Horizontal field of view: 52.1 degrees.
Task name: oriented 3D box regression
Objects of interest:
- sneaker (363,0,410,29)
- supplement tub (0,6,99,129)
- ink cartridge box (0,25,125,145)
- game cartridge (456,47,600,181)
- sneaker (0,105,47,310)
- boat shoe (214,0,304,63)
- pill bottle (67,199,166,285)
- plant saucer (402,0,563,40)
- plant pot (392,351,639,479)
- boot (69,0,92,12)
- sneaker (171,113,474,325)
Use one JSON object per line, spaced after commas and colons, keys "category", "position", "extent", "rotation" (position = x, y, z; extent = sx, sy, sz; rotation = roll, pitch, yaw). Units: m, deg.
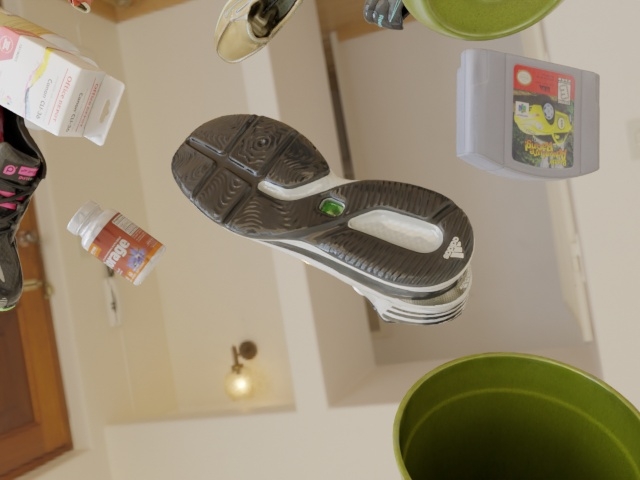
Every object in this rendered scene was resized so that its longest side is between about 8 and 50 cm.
{"category": "sneaker", "position": [0.214, -0.600, 1.524], "extent": [0.106, 0.267, 0.101], "rotation": [34, 178, 23]}
{"category": "supplement tub", "position": [-0.700, -0.398, 1.537], "extent": [0.316, 0.229, 0.228], "rotation": [27, -170, 14]}
{"category": "ink cartridge box", "position": [-0.417, -0.238, 1.022], "extent": [0.198, 0.115, 0.067], "rotation": [28, -165, 10]}
{"category": "game cartridge", "position": [0.353, -0.197, 1.083], "extent": [0.294, 0.196, 0.060], "rotation": [1, -178, -28]}
{"category": "sneaker", "position": [-0.644, -0.102, 1.262], "extent": [0.202, 0.484, 0.185], "rotation": [-6, -179, 26]}
{"category": "boat shoe", "position": [-0.073, -0.256, 0.755], "extent": [0.068, 0.072, 0.190], "rotation": [26, 145, -24]}
{"category": "pill bottle", "position": [-0.492, 0.002, 1.577], "extent": [0.121, 0.216, 0.121], "rotation": [-52, -172, 11]}
{"category": "plant saucer", "position": [0.214, -0.328, 0.796], "extent": [0.240, 0.037, 0.241], "rotation": [-2, 150, -1]}
{"category": "plant pot", "position": [0.298, 0.427, 1.008], "extent": [0.366, 0.353, 0.367], "rotation": [-4, -149, 2]}
{"category": "boot", "position": [-0.623, -0.644, 1.656], "extent": [0.059, 0.085, 0.158], "rotation": [4, 170, 12]}
{"category": "sneaker", "position": [0.000, 0.001, 0.903], "extent": [0.447, 0.169, 0.258], "rotation": [26, 159, 27]}
